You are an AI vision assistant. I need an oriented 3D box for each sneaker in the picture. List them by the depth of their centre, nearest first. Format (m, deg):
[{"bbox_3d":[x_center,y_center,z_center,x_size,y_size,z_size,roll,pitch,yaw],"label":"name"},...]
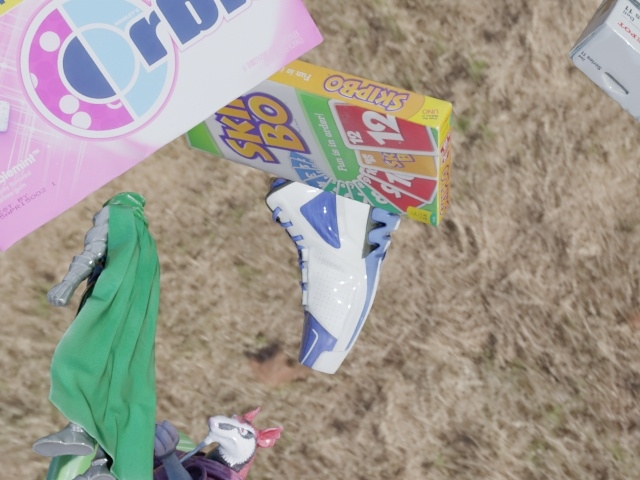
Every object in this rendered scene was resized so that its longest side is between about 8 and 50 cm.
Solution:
[{"bbox_3d":[0.000,-0.001,1.520,0.182,0.127,0.316,19,99,1],"label":"sneaker"}]

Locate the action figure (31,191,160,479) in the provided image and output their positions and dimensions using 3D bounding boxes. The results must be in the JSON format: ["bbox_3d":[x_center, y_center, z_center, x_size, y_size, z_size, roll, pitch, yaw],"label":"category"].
[{"bbox_3d":[-0.142,0.053,0.771,0.063,0.137,0.232,-9,45,10],"label":"action figure"}]

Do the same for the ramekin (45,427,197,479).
[{"bbox_3d":[-0.311,0.435,1.869,0.303,0.148,0.304,-14,70,45],"label":"ramekin"}]

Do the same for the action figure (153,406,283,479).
[{"bbox_3d":[-0.188,0.331,1.314,0.370,0.248,0.276,-33,100,-8],"label":"action figure"}]

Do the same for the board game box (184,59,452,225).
[{"bbox_3d":[-0.020,-0.096,0.934,0.259,0.124,0.039,21,59,19],"label":"board game box"}]

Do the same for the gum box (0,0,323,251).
[{"bbox_3d":[-0.109,-0.090,0.524,0.188,0.107,0.062,-34,27,-2],"label":"gum box"}]

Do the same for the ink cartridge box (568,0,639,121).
[{"bbox_3d":[0.465,-0.289,1.644,0.153,0.087,0.208,40,50,-4],"label":"ink cartridge box"}]
